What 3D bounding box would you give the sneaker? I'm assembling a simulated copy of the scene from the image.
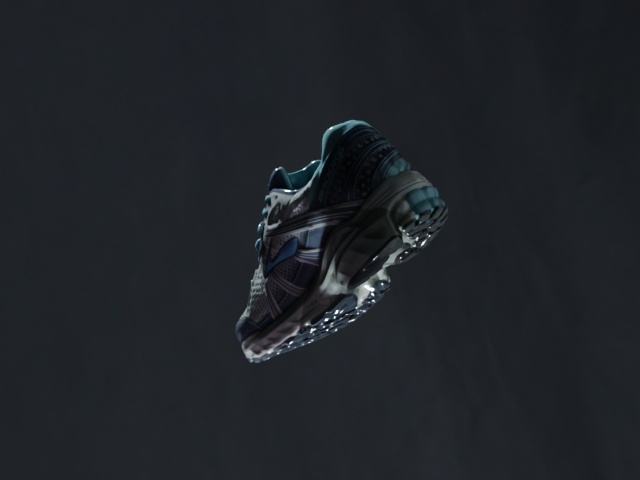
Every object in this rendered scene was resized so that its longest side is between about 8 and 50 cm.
[{"bbox_3d":[0.000,0.000,1.414,0.122,0.110,0.283,58,140,13],"label":"sneaker"}]
